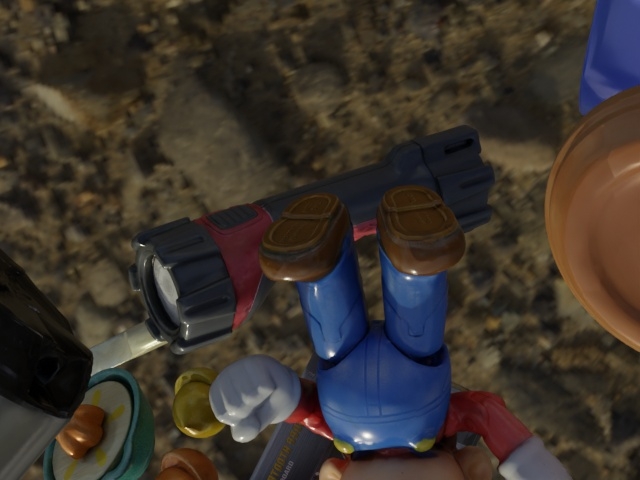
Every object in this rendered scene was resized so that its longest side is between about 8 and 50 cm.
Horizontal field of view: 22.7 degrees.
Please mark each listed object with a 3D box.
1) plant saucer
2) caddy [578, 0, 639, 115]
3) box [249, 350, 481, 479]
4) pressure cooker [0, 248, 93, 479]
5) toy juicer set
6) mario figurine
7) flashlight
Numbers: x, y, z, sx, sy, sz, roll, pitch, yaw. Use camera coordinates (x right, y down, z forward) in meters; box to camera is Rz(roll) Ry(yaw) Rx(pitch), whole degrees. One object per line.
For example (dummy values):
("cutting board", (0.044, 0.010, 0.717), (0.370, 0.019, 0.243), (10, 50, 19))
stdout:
("plant saucer", (0.225, 0.001, 0.949), (0.200, 0.037, 0.200), (16, 127, 22))
("caddy", (0.304, -0.208, 1.108), (0.179, 0.241, 0.341), (18, 135, 14))
("box", (0.040, 0.189, 1.348), (0.056, 0.231, 0.183), (26, 90, 35))
("pressure cooker", (-0.408, 0.125, 1.039), (0.370, 0.375, 0.420), (38, 87, 8))
("toy juicer set", (-0.181, 0.160, 1.469), (0.209, 0.329, 0.089), (-41, 127, 21))
("mario figurine", (0.052, 0.134, 1.080), (0.198, 0.170, 0.321), (16, 130, 41))
("flashlight", (0.000, 0.000, 1.290), (0.103, 0.304, 0.103), (-40, 70, 61))
